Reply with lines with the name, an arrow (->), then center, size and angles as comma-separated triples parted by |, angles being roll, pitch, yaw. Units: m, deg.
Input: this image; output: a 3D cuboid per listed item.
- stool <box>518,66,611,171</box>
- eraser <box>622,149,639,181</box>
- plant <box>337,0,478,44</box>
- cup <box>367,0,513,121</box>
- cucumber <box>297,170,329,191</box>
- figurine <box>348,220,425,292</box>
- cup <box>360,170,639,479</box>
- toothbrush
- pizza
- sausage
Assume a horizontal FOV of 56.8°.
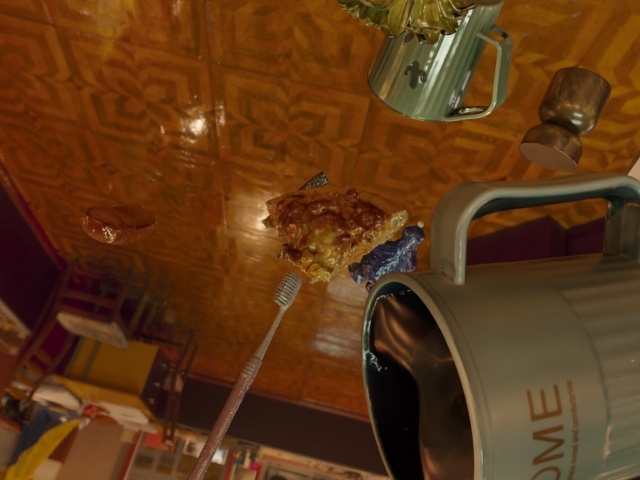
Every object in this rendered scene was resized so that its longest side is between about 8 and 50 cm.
stool -> 0.743, -0.366, 1.798 | 0.179, 0.264, 0.179 | 27, 176, 2
eraser -> 0.615, -0.123, 1.076 | 0.104, 0.150, 0.023 | 37, 178, -3
plant -> 0.202, -0.513, 1.112 | 0.261, 0.305, 0.297 | 38, 136, -24
cup -> 0.378, -0.567, 1.746 | 0.401, 0.310, 0.392 | 19, 138, -1
cucumber -> -0.048, -0.178, 2.164 | 0.187, 0.058, 0.058 | -42, 130, 6
figurine -> 0.184, 0.048, 1.562 | 0.164, 0.120, 0.262 | 18, 130, -10
cup -> 0.228, 0.113, 0.653 | 0.312, 0.330, 0.257 | -6, 164, -17
toothbrush -> -0.113, 0.200, 0.856 | 0.024, 0.353, 0.029 | 8, 155, 45
pizza -> 0.010, -0.019, 1.114 | 0.290, 0.228, 0.081 | 7, 146, 14
sausage -> -0.488, -0.039, 1.453 | 0.097, 0.093, 0.348 | 28, -175, -1
